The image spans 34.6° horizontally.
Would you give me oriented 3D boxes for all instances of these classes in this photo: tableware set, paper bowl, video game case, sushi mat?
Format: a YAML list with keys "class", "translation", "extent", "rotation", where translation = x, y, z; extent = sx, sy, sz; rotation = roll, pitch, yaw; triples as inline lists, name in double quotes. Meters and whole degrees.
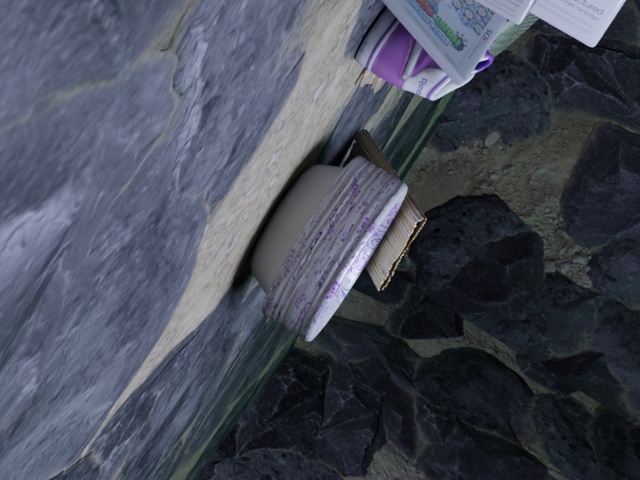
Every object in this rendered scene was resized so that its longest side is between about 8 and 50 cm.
- class: "tableware set"
  translation: [0.104, -0.290, 1.557]
  extent: [0.141, 0.020, 0.169]
  rotation: [-61, 173, 9]
- class: "paper bowl"
  translation: [0.000, 0.000, 1.561]
  extent: [0.284, 0.148, 0.284]
  rotation: [-57, 175, -8]
- class: "video game case"
  translation: [0.161, -0.301, 1.329]
  extent: [0.019, 0.157, 0.143]
  rotation: [-24, -155, 53]
- class: "sushi mat"
  translation: [0.086, -0.060, 1.757]
  extent: [0.151, 0.019, 0.316]
  rotation: [-62, -150, 24]

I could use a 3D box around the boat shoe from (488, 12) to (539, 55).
- class: "boat shoe"
  translation: [0.438, -0.565, 2.368]
  extent: [0.500, 0.156, 0.187]
  rotation: [-44, 175, -21]

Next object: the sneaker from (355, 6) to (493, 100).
- class: "sneaker"
  translation: [0.184, -0.311, 1.422]
  extent: [0.282, 0.161, 0.102]
  rotation: [-58, 173, -18]

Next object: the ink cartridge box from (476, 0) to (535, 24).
- class: "ink cartridge box"
  translation: [0.242, -0.424, 1.238]
  extent: [0.168, 0.171, 0.232]
  rotation: [-55, 173, -34]

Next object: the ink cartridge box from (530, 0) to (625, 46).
- class: "ink cartridge box"
  translation: [0.411, -0.538, 1.574]
  extent: [0.160, 0.279, 0.384]
  rotation: [-52, 171, -41]
